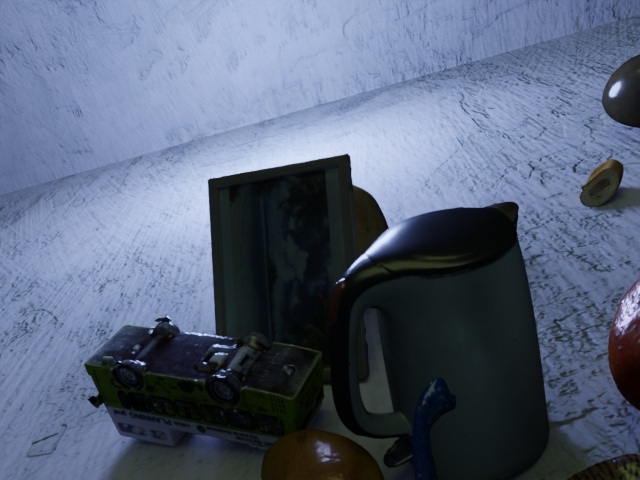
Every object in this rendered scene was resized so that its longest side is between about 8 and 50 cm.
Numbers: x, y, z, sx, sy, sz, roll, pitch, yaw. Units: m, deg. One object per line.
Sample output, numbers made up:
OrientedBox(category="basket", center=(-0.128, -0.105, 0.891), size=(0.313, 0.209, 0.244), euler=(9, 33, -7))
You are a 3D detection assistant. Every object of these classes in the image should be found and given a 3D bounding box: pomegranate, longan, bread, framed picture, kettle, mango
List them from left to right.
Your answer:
OrientedBox(category="framed picture", center=(-0.052, 0.045, 0.894), size=(0.231, 0.315, 0.024), euler=(-9, -11, 20))
OrientedBox(category="pomegranate", center=(0.004, 0.003, 1.022), size=(0.233, 0.233, 0.233), euler=(-14, 23, 6))
OrientedBox(category="mango", center=(0.004, 0.248, 0.628), size=(0.115, 0.089, 0.165), euler=(-30, 21, -7))
OrientedBox(category="kettle", center=(0.119, 0.110, 0.633), size=(0.240, 0.256, 0.165), euler=(-22, 26, -19))
OrientedBox(category="bread", center=(0.507, -0.102, 1.109), size=(0.103, 0.049, 0.062), euler=(-42, 0, -43))
OrientedBox(category="longan", center=(0.706, -0.324, 1.347), size=(0.184, 0.159, 0.204), euler=(-17, 6, 5))

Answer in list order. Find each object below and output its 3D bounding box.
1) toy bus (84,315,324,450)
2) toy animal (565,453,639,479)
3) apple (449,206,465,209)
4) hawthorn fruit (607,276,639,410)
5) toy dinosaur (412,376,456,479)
OrientedBox(category="toy bus", center=(-0.146, 0.193, 0.799), size=(0.301, 0.139, 0.113), euler=(3, 29, 23))
OrientedBox(category="toy animal", center=(0.246, 0.231, 0.532), size=(0.241, 0.057, 0.099), euler=(-20, 23, -7))
OrientedBox(category="apple", center=(0.231, -0.020, 1.088), size=(0.089, 0.075, 0.089), euler=(-15, 21, 6))
OrientedBox(category="hawthorn fruit", center=(0.372, 0.099, 0.603), size=(0.189, 0.189, 0.189), euler=(-14, 23, 6))
OrientedBox(category="toy dinosaur", center=(0.053, 0.249, 0.462), size=(0.247, 0.188, 0.075), euler=(-35, 22, -34))
